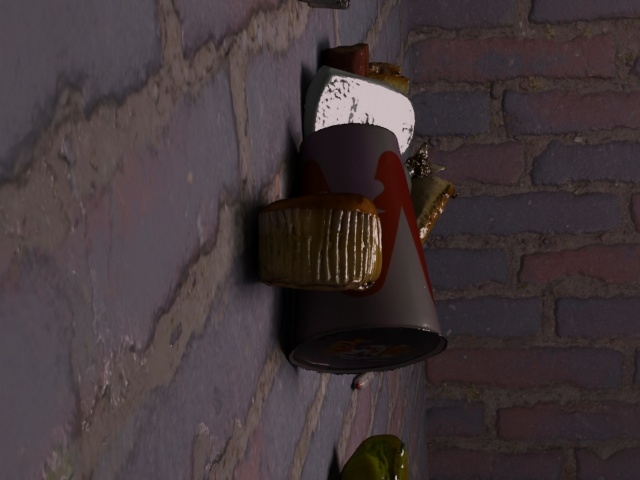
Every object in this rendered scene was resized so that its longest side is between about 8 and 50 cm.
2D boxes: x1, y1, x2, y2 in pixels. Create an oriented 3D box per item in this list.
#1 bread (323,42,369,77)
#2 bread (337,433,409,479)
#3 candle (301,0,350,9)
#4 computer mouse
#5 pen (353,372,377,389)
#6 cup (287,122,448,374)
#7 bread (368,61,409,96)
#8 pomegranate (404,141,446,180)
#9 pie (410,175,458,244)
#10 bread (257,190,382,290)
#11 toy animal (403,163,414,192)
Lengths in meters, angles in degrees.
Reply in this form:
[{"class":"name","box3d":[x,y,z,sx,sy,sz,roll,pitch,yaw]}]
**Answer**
[{"class":"bread","box3d":[0.037,-0.244,1.656,0.119,0.067,0.192,79,15,-65]},{"class":"bread","box3d":[0.090,0.476,1.760,0.166,0.112,0.383,-78,166,-46]},{"class":"candle","box3d":[0.009,-0.404,1.492,0.192,0.068,0.168,-39,131,-81]},{"class":"computer mouse","box3d":[0.048,-0.174,1.553,0.231,0.079,0.127,10,92,-47]},{"class":"pen","box3d":[0.082,0.260,2.021,0.218,0.026,0.026,2,87,-81]},{"class":"cup","box3d":[0.047,0.007,1.376,0.203,0.203,0.288,68,17,-67]},{"class":"bread","box3d":[0.078,-0.216,1.838,0.152,0.127,0.147,107,-11,-58]},{"class":"pomegranate","box3d":[0.144,-0.085,1.991,0.149,0.169,0.148,18,63,-39]},{"class":"pie","box3d":[0.124,0.026,1.833,0.315,0.092,0.315,-59,172,-14]},{"class":"bread","box3d":[0.000,0.000,1.181,0.190,0.132,0.114,38,52,-83]},{"class":"toy animal","box3d":[0.053,-0.078,1.620,0.108,0.138,0.236,60,19,12]}]
